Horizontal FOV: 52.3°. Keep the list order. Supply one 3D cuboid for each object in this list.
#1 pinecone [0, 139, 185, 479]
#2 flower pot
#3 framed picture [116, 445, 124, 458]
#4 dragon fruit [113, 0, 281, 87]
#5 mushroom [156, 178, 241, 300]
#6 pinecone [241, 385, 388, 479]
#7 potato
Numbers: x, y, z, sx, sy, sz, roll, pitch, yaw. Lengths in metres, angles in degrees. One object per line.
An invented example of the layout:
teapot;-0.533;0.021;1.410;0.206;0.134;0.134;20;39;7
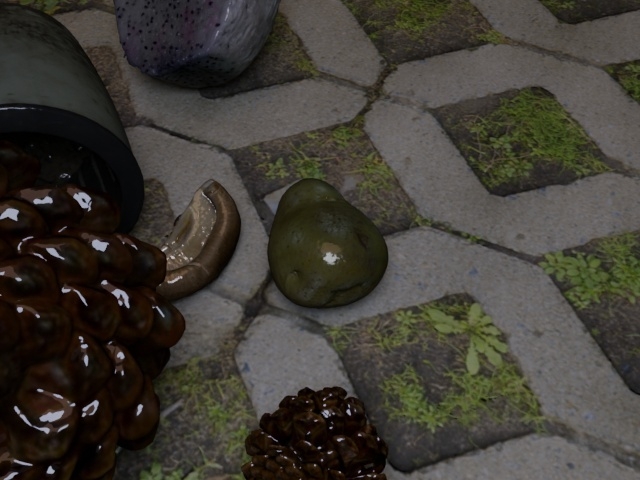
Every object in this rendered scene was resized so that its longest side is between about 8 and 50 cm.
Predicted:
pinecone;-0.346;0.094;0.666;0.397;0.398;0.398;-1;56;1
flower pot;-0.426;-0.158;0.907;0.293;0.294;0.330;-19;53;-11
framed picture;-0.389;0.242;0.793;0.274;0.017;0.217;27;60;18
dragon fruit;-0.185;-0.366;1.094;0.282;0.204;0.221;-3;85;29
mushroom;-0.175;0.015;0.907;0.094;0.072;0.210;18;62;15
pinecone;-0.003;0.237;0.713;0.173;0.174;0.174;-1;56;1
potato;0.000;0.000;0.868;0.157;0.157;0.194;-15;55;-9
